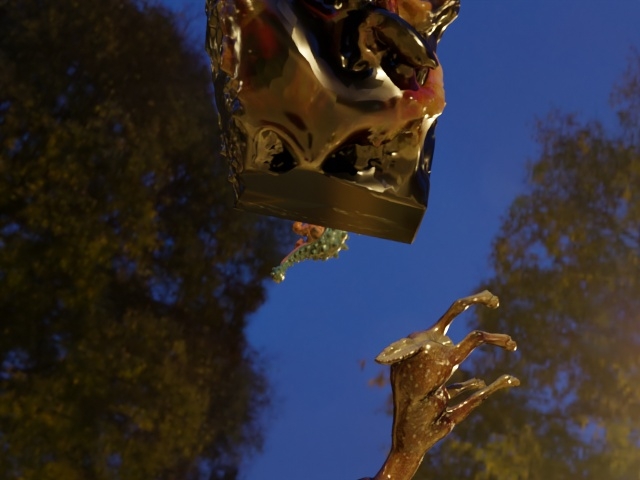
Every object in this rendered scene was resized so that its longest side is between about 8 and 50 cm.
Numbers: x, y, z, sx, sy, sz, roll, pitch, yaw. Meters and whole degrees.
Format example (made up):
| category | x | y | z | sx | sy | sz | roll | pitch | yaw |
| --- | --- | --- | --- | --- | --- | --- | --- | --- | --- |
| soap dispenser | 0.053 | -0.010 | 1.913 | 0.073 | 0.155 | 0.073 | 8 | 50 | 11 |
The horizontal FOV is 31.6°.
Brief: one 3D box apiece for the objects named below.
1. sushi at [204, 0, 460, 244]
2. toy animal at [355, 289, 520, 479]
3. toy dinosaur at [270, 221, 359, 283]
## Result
| category | x | y | z | sx | sy | sz | roll | pitch | yaw |
| --- | --- | --- | --- | --- | --- | --- | --- | --- | --- |
| sushi | -0.002 | -0.150 | 0.907 | 0.216 | 0.227 | 0.212 | 11 | -17 | 3 |
| toy animal | 0.091 | 0.186 | 1.168 | 0.087 | 0.260 | 0.243 | 27 | -44 | 48 |
| toy dinosaur | 0.000 | 0.000 | 1.283 | 0.055 | 0.154 | 0.049 | 38 | -29 | 28 |
